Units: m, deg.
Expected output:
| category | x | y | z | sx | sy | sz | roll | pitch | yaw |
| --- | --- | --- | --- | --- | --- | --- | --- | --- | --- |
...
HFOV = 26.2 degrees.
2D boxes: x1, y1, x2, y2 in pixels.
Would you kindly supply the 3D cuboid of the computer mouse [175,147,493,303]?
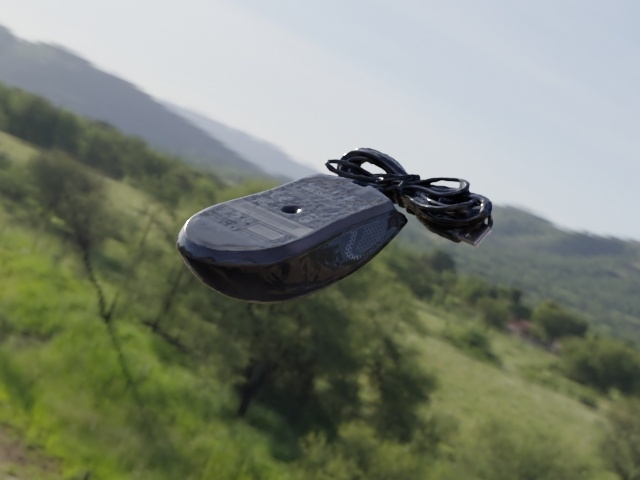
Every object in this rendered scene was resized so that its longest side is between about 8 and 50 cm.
| category | x | y | z | sx | sy | sz | roll | pitch | yaw |
| --- | --- | --- | --- | --- | --- | --- | --- | --- | --- |
| computer mouse | 0.000 | 0.000 | 1.192 | 0.272 | 0.072 | 0.188 | -18 | 31 | -34 |
